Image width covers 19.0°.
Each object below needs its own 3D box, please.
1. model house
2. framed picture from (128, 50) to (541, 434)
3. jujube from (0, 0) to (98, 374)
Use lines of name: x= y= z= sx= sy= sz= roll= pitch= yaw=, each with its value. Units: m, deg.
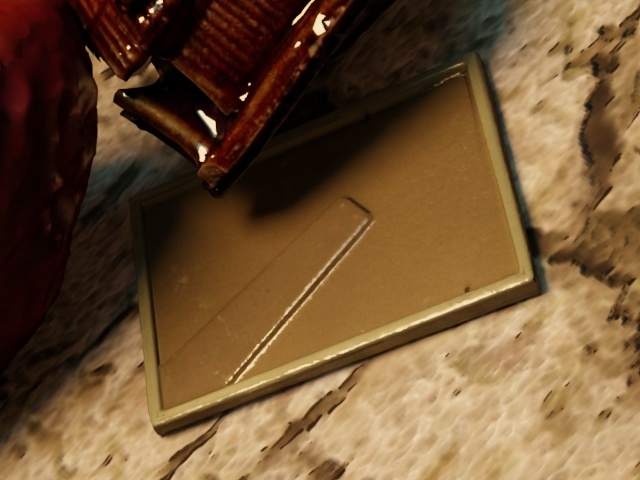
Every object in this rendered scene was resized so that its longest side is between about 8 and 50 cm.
model house: x=-0.090 y=-0.261 z=1.522 sx=0.317 sy=0.282 sz=0.297 roll=-52 pitch=7 yaw=22
framed picture: x=0.000 y=0.000 z=1.491 sx=0.324 sy=0.020 sz=0.240 roll=-23 pitch=50 yaw=15
jujube: x=-0.307 y=-0.033 z=1.474 sx=0.258 sy=0.258 sz=0.376 roll=36 pitch=124 yaw=41
